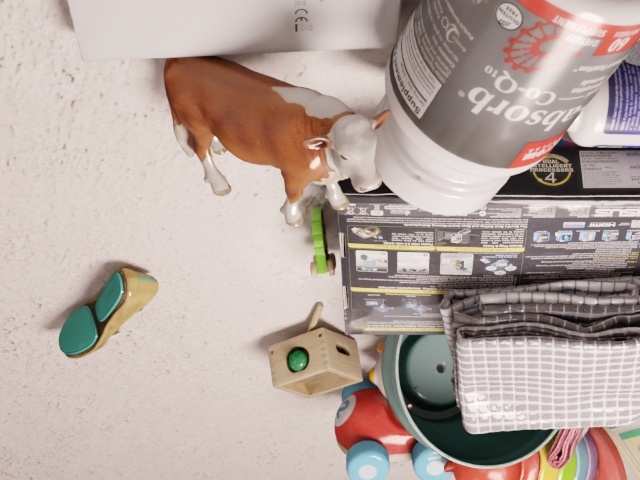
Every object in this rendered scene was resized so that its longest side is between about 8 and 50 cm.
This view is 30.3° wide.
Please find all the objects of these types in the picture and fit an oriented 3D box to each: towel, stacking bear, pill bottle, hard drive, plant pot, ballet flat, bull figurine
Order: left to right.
[{"bbox_3d":[-0.320,0.118,1.799,0.073,0.080,0.232,4,150,-38],"label":"ballet flat"},{"bbox_3d":[-0.091,-0.286,1.240,0.353,0.047,0.233,-3,147,-2],"label":"hard drive"},{"bbox_3d":[-0.048,-0.115,1.343,0.310,0.101,0.188,29,143,24],"label":"bull figurine"},{"bbox_3d":[0.213,0.195,1.817,0.293,0.293,0.196,9,171,-18],"label":"plant pot"},{"bbox_3d":[0.193,-0.197,1.250,0.210,0.210,0.363,8,144,-18],"label":"pill bottle"},{"bbox_3d":[0.335,0.366,1.930,0.289,0.164,0.175,7,158,-38],"label":"stacking bear"},{"bbox_3d":[0.307,0.156,1.567,0.283,0.121,0.235,-4,145,8],"label":"towel"},{"bbox_3d":[0.348,-0.166,1.404,0.186,0.112,0.112,1,146,-7],"label":"pill bottle"},{"bbox_3d":[0.477,0.196,1.831,0.329,0.037,0.237,-42,158,-26],"label":"towel"}]

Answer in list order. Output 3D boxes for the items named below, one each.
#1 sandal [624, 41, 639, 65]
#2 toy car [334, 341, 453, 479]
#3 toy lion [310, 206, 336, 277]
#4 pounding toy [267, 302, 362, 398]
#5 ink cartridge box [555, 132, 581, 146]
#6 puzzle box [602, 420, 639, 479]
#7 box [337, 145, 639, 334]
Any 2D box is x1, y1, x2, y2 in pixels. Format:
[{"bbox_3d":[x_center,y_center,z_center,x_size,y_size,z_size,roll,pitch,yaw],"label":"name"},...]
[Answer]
[{"bbox_3d":[0.436,-0.285,1.300,0.097,0.054,0.254,17,132,-39],"label":"sandal"},{"bbox_3d":[0.125,0.247,1.972,0.210,0.219,0.238,-3,117,0],"label":"toy car"},{"bbox_3d":[0.000,0.000,1.651,0.034,0.096,0.100,-6,-174,4],"label":"toy lion"},{"bbox_3d":[-0.010,0.181,1.920,0.130,0.100,0.141,-22,153,25],"label":"pounding toy"},{"bbox_3d":[0.217,-0.056,1.605,0.175,0.069,0.371,14,145,-24],"label":"ink cartridge box"},{"bbox_3d":[0.679,0.263,2.039,0.409,0.052,0.272,-24,118,28],"label":"puzzle box"},{"bbox_3d":[0.222,0.009,1.549,0.395,0.097,0.318,0,142,4],"label":"box"}]
